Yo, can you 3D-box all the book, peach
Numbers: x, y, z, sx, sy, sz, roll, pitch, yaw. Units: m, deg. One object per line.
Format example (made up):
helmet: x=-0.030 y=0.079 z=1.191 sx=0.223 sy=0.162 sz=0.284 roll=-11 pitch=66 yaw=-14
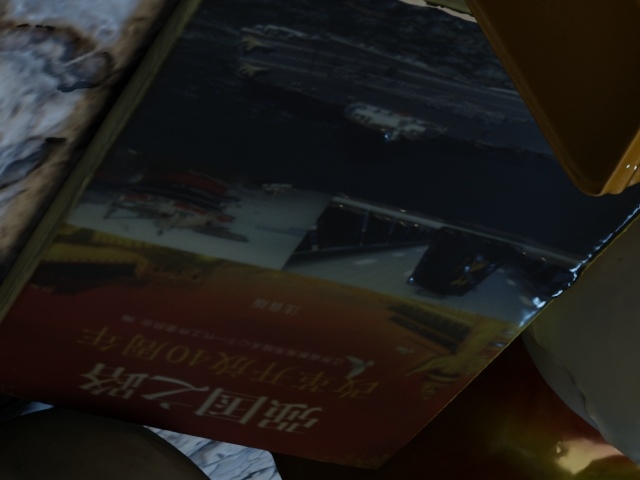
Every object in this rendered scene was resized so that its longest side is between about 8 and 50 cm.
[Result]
book: x=0.000 y=0.000 z=0.975 sx=0.262 sy=0.028 sz=0.374 roll=13 pitch=141 yaw=-23
peach: x=0.143 y=0.185 z=1.307 sx=0.310 sy=0.335 sz=0.406 roll=-27 pitch=175 yaw=-1

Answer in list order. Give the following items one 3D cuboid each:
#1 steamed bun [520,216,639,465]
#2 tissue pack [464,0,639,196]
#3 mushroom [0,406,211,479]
steamed bun: x=0.259 y=-0.029 z=1.076 sx=0.309 sy=0.309 sz=0.309 roll=-26 pitch=160 yaw=-10
tissue pack: x=0.187 y=-0.165 z=0.757 sx=0.274 sy=0.194 sz=0.145 roll=-23 pitch=164 yaw=-15
mushroom: x=-0.203 y=0.201 z=1.066 sx=0.314 sy=0.314 sz=0.336 roll=-35 pitch=131 yaw=15
